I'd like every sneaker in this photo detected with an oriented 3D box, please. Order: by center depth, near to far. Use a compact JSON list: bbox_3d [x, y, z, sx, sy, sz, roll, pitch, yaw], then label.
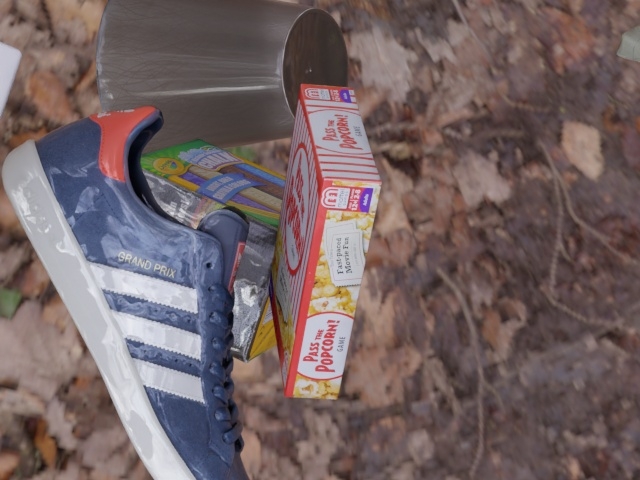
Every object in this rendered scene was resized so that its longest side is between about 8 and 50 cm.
[{"bbox_3d":[-0.099,0.058,1.142,0.148,0.131,0.350,-28,94,-1],"label":"sneaker"}]

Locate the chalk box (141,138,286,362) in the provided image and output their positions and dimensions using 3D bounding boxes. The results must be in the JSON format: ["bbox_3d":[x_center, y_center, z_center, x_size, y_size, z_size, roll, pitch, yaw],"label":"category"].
[{"bbox_3d":[-0.109,-0.004,1.362,0.213,0.132,0.132,26,112,18],"label":"chalk box"}]

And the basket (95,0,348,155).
[{"bbox_3d":[-0.098,-0.179,1.581,0.227,0.154,0.204,3,102,32],"label":"basket"}]

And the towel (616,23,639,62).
[{"bbox_3d":[0.506,-0.199,1.510,0.312,0.324,0.056,-36,138,-35],"label":"towel"}]

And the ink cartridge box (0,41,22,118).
[{"bbox_3d":[-0.310,-0.037,0.921,0.172,0.100,0.237,22,84,-37],"label":"ink cartridge box"}]

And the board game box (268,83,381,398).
[{"bbox_3d":[0.000,0.000,1.151,0.045,0.147,0.193,4,121,-11],"label":"board game box"}]
